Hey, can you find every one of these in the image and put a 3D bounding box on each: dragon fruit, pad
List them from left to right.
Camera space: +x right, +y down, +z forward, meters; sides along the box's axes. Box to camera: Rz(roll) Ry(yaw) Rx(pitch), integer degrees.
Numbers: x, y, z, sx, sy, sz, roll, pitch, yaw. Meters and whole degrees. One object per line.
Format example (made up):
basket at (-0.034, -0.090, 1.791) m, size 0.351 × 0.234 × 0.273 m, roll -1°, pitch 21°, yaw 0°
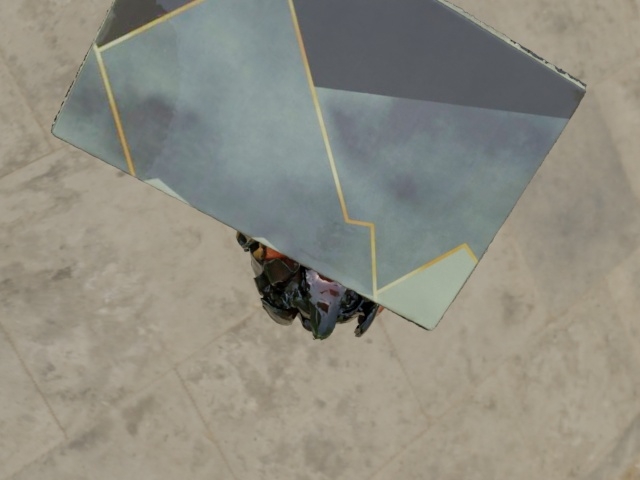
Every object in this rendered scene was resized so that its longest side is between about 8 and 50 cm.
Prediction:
pad at (0.000, -0.069, 0.457) m, size 0.243 × 0.004 × 0.164 m, roll 27°, pitch 104°, yaw -11°
dragon fruit at (0.005, -0.007, 0.793) m, size 0.182 × 0.182 × 0.189 m, roll 42°, pitch 76°, yaw -23°
